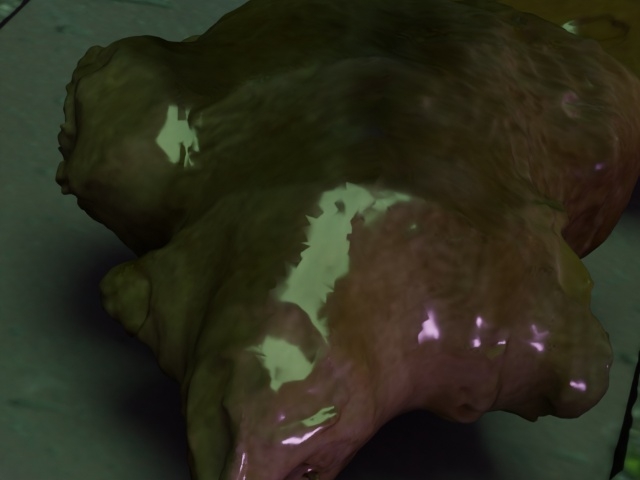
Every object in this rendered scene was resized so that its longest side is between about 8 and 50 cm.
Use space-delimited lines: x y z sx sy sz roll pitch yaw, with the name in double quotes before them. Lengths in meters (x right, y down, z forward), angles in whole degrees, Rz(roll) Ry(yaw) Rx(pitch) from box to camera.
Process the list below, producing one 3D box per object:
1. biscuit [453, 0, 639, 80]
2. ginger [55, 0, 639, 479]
"biscuit" 0.187 -0.131 0.879 0.269 0.051 0.376 -39 35 -28
"ginger" 0.000 0.000 0.641 0.218 0.123 0.270 22 34 10
